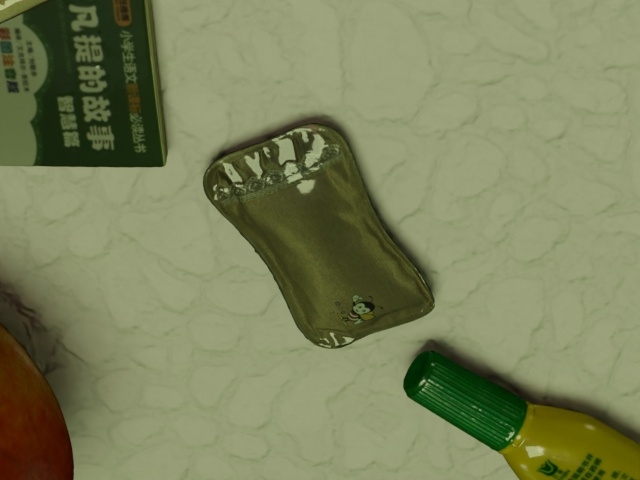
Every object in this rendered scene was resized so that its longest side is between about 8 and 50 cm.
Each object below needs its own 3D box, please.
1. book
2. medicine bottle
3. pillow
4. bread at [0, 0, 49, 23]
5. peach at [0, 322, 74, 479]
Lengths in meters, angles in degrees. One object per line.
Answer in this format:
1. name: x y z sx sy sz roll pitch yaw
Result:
1. book: -0.260 -0.146 1.515 0.264 0.027 0.202 1 126 6
2. medicine bottle: 0.189 0.176 1.685 0.260 0.064 0.095 30 122 -16
3. pillow: 0.000 0.000 1.593 0.130 0.033 0.217 -20 122 19
4. bread: -0.251 -0.253 1.374 0.210 0.110 0.192 -25 111 17
5. peach: -0.405 0.218 1.597 0.388 0.388 0.388 3 127 4
